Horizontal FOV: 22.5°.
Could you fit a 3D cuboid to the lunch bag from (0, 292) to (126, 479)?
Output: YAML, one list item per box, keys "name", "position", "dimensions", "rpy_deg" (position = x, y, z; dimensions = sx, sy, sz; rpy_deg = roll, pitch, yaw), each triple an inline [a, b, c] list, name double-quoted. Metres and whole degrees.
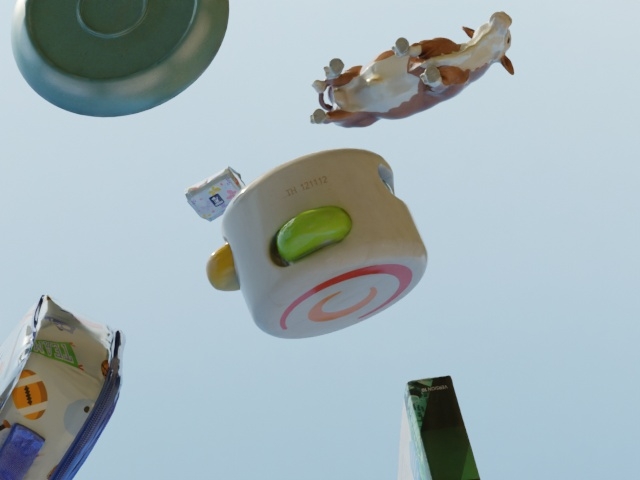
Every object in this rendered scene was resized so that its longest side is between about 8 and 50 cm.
- name: "lunch bag"
  position: [-0.286, 0.206, 1.435]
  dimensions: [0.115, 0.303, 0.243]
  rpy_deg: [30, -172, -13]

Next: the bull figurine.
- name: "bull figurine"
  position: [0.125, -0.233, 2.259]
  dimensions: [0.188, 0.310, 0.101]
  rpy_deg: [-1, -109, -64]

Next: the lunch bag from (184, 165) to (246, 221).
- name: "lunch bag"
  position: [-0.139, -0.063, 2.161]
  dimensions: [0.053, 0.071, 0.083]
  rpy_deg: [63, -174, 16]

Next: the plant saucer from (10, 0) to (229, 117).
- name: "plant saucer"
  position: [-0.287, -0.321, 2.257]
  dimensions: [0.317, 0.317, 0.044]
  rpy_deg: [47, 170, 23]

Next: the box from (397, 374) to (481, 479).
- name: "box"
  position: [0.141, 0.337, 1.680]
  dimensions: [0.058, 0.232, 0.322]
  rpy_deg: [-9, -129, -7]

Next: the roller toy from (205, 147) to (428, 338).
- name: "roller toy"
  position: [0.000, 0.000, 1.644]
  dimensions: [0.191, 0.209, 0.146]
  rpy_deg: [-5, -118, -35]
